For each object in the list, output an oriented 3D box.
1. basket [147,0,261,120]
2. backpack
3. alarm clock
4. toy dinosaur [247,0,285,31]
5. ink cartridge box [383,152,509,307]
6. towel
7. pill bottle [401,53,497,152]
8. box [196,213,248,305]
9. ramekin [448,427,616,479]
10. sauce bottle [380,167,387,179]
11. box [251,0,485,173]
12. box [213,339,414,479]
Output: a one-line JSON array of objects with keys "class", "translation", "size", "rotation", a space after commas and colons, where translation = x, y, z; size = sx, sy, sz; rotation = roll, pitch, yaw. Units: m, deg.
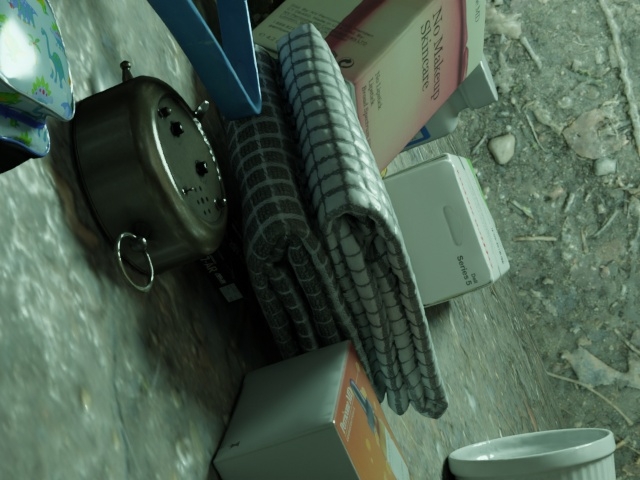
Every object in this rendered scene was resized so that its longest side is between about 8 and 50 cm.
[{"class": "basket", "translation": [-0.098, -0.255, 0.808], "size": [0.254, 0.201, 0.288], "rotation": [62, 15, -66]}, {"class": "backpack", "translation": [-0.174, -0.095, 0.556], "size": [0.105, 0.084, 0.114], "rotation": [26, 43, -73]}, {"class": "alarm clock", "translation": [-0.110, -0.034, 0.766], "size": [0.192, 0.064, 0.129], "rotation": [-86, 153, -51]}, {"class": "toy dinosaur", "translation": [-0.040, -0.300, 1.137], "size": [0.160, 0.121, 0.313], "rotation": [-32, 138, -67]}, {"class": "ink cartridge box", "translation": [0.192, -0.019, 1.744], "size": [0.273, 0.115, 0.198], "rotation": [-9, 79, -76]}, {"class": "towel", "translation": [0.000, 0.000, 0.964], "size": [0.283, 0.121, 0.235], "rotation": [71, 2, -45]}, {"class": "pill bottle", "translation": [0.081, -0.160, 1.307], "size": [0.124, 0.222, 0.124], "rotation": [-20, 90, -76]}, {"class": "box", "translation": [-0.082, 0.000, 0.899], "size": [0.067, 0.018, 0.083], "rotation": [-93, 158, -50]}, {"class": "ramekin", "translation": [0.268, 0.304, 1.433], "size": [0.207, 0.207, 0.109], "rotation": [6, 74, -74]}, {"class": "sauce bottle", "translation": [0.051, -0.107, 1.495], "size": [0.128, 0.042, 0.042], "rotation": [29, 43, -66]}, {"class": "box", "translation": [0.050, -0.185, 1.129], "size": [0.232, 0.127, 0.148], "rotation": [-48, 150, -29]}, {"class": "box", "translation": [0.008, 0.183, 0.842], "size": [0.130, 0.091, 0.170], "rotation": [-73, 141, -67]}]
